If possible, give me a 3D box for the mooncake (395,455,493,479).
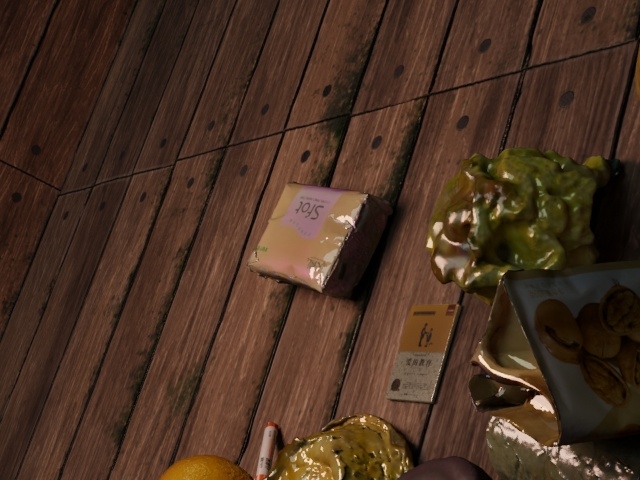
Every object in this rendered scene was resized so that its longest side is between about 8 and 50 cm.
[{"bbox_3d":[0.159,0.421,1.573,0.245,0.133,0.245,-34,25,19],"label":"mooncake"}]

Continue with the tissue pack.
[{"bbox_3d":[0.000,0.000,2.187,0.257,0.123,0.215,13,74,50],"label":"tissue pack"}]

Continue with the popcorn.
[{"bbox_3d":[0.295,-0.015,1.664,0.293,0.237,0.293,-40,36,37],"label":"popcorn"}]

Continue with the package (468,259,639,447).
[{"bbox_3d":[0.350,0.156,1.385,0.165,0.311,0.221,118,139,-51],"label":"package"}]

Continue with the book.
[{"bbox_3d":[0.172,0.188,1.894,0.118,0.012,0.172,-6,61,52],"label":"book"}]

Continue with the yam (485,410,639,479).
[{"bbox_3d":[0.347,0.283,1.428,0.268,0.161,0.161,15,78,58],"label":"yam"}]

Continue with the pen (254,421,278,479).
[{"bbox_3d":[-0.099,0.397,2.022,0.028,0.028,0.239,-49,12,19],"label":"pen"}]

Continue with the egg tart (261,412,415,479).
[{"bbox_3d":[0.008,0.432,1.828,0.345,0.132,0.345,-32,43,36],"label":"egg tart"}]

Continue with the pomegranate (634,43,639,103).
[{"bbox_3d":[0.547,-0.223,1.447,0.281,0.281,0.281,-35,40,36],"label":"pomegranate"}]

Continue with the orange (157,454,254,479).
[{"bbox_3d":[-0.201,0.489,1.993,0.236,0.236,0.236,-35,40,36],"label":"orange"}]
